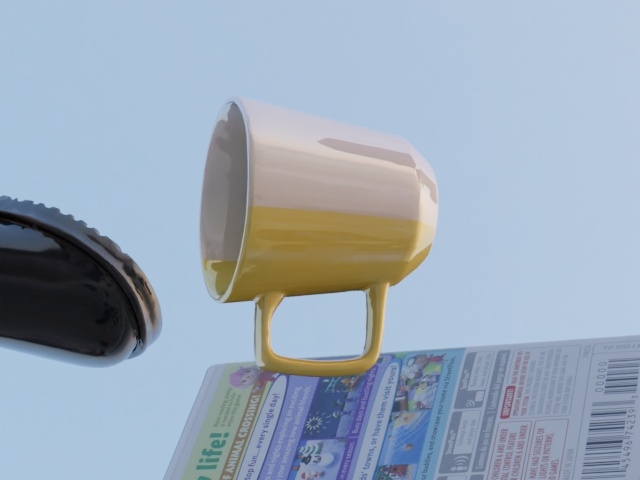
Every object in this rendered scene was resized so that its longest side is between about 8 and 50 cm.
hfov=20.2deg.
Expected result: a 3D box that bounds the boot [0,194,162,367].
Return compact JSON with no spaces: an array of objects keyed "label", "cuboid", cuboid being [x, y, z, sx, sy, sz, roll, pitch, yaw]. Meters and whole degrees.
[{"label":"boot","cuboid":[-0.242,0.054,1.011,0.246,0.207,0.094,24,-42,23]}]

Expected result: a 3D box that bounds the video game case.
[{"label":"video game case","cuboid":[0.024,0.113,0.623,0.193,0.212,0.023,-5,-54,20]}]

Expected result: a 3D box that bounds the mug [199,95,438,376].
[{"label":"mug","cuboid":[-0.001,-0.003,0.550,0.064,0.062,0.078,4,-75,-18]}]
